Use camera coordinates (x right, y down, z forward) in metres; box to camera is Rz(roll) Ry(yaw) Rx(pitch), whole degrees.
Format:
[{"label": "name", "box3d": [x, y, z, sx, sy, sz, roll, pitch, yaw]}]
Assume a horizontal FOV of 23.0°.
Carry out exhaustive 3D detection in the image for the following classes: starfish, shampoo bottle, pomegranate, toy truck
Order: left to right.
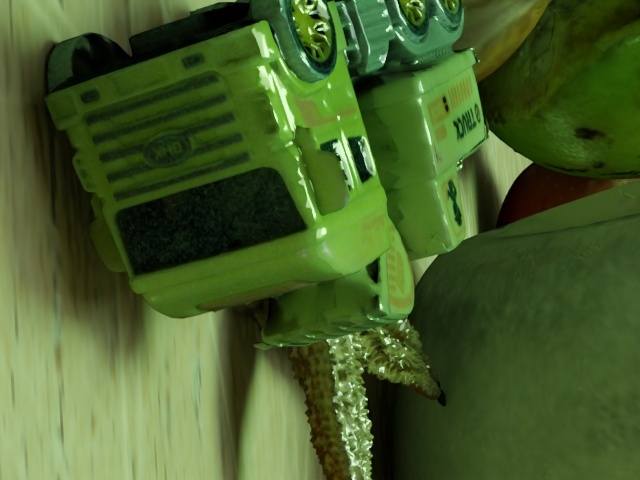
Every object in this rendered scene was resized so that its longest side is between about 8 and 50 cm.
[{"label": "toy truck", "box3d": [-0.002, -0.029, 0.515, 0.191, 0.085, 0.116, -34, 106, -65]}, {"label": "starfish", "box3d": [-0.001, 0.000, 0.640, 0.227, 0.043, 0.241, 35, 45, -65]}, {"label": "pomegranate", "box3d": [0.229, -0.204, 1.115, 0.358, 0.216, 0.310, -111, -150, -69]}, {"label": "shampoo bottle", "box3d": [0.194, 0.116, 0.797, 0.322, 0.322, 0.317, -33, 110, -73]}]

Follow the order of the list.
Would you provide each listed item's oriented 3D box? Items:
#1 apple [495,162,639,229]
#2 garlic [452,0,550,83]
[{"label": "apple", "box3d": [0.213, 0.018, 1.200, 0.168, 0.181, 0.181, -65, 156, -13]}, {"label": "garlic", "box3d": [0.040, -0.132, 0.736, 0.115, 0.128, 0.207, 36, 10, -7]}]
